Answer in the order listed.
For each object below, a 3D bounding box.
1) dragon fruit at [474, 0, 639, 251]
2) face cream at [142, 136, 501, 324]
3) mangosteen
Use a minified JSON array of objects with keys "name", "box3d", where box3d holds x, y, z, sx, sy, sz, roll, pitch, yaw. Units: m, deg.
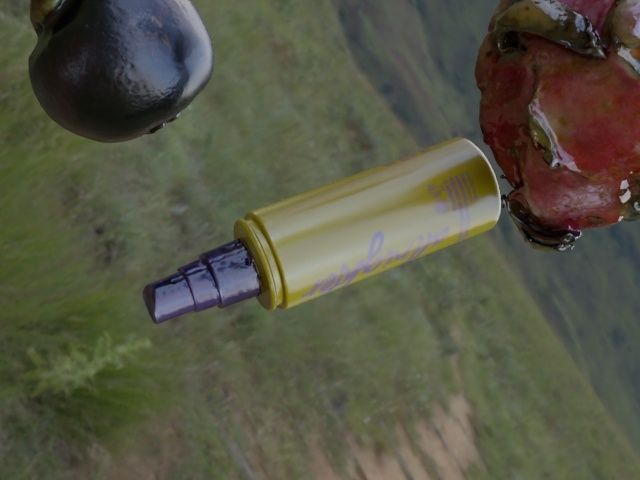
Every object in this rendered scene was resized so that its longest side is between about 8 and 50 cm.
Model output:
[{"name":"dragon fruit","box3d":[0.220,-0.123,0.740,0.211,0.282,0.147,25,-8,-32]},{"name":"face cream","box3d":[0.000,0.000,0.811,0.078,0.273,0.078,56,-22,37]},{"name":"mangosteen","box3d":[-0.154,-0.146,0.783,0.151,0.137,0.137,57,15,-11]}]
